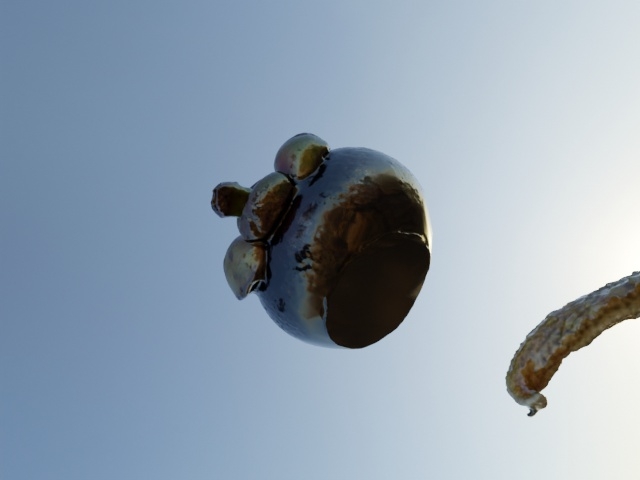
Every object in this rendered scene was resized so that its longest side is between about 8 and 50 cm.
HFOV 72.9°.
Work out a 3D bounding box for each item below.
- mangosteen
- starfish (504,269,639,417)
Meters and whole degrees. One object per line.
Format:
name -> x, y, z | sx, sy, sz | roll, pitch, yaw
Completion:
mangosteen -> 0.004, 0.003, 0.564 | 0.287, 0.233, 0.288 | -16, -46, -17
starfish -> 0.282, 0.037, 0.283 | 0.375, 0.326, 0.095 | 23, -129, -58
